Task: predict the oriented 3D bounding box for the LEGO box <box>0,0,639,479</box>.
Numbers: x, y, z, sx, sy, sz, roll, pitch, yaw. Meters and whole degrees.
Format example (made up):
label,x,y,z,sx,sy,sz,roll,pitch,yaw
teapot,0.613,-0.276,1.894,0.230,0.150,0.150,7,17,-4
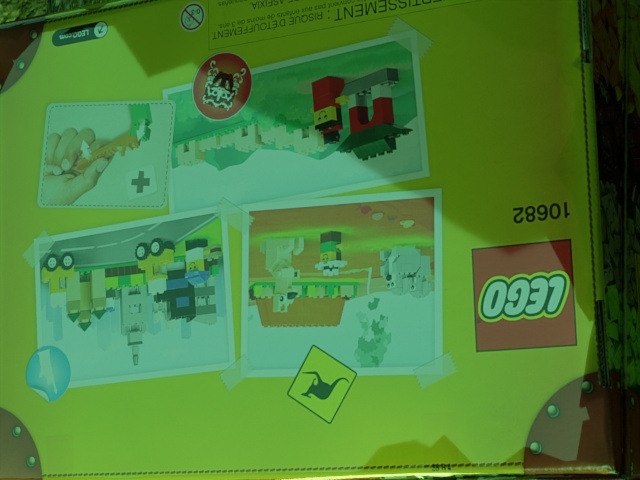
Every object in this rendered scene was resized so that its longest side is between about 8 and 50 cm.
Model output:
label,x,y,z,sx,sy,sz,roll,pitch,yaw
LEGO box,0.000,0.000,1.050,0.500,0.193,0.372,-6,80,27
